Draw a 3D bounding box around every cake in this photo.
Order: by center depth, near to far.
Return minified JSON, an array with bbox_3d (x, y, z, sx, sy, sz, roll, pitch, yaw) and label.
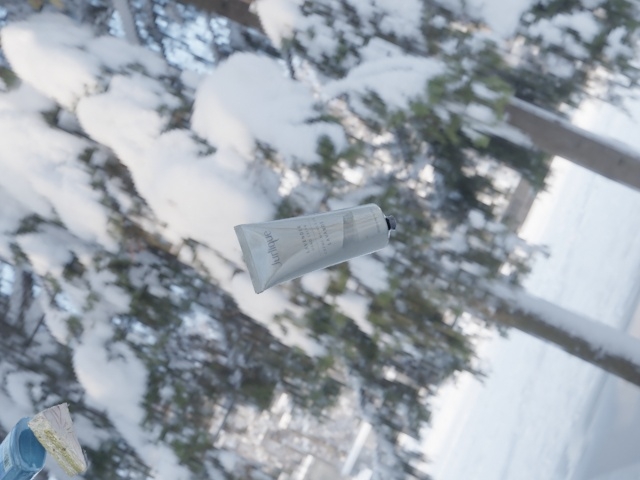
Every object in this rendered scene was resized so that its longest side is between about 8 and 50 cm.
[{"bbox_3d":[-0.424,0.330,1.729,0.052,0.121,0.065,-39,-24,26],"label":"cake"}]

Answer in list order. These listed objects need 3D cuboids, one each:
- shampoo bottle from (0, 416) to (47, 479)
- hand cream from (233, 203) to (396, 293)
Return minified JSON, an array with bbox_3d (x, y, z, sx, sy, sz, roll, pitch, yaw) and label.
[{"bbox_3d":[-0.546,0.407,1.824,0.258,0.061,0.104,-46,41,36],"label":"shampoo bottle"},{"bbox_3d":[0.000,0.000,1.228,0.186,0.087,0.054,-14,-20,-16],"label":"hand cream"}]
